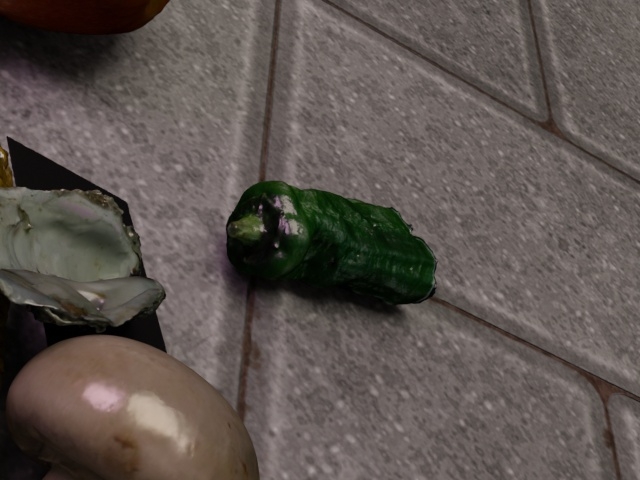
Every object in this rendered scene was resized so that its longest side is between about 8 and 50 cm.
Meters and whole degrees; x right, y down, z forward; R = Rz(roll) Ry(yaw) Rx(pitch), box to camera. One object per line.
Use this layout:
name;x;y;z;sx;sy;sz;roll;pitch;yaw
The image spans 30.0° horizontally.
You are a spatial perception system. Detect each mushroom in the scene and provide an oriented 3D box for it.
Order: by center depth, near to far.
mushroom;-0.147;0.169;0.871;0.206;0.206;0.209;39;37;-4

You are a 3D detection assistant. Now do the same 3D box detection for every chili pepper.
chili pepper;0.000;0.000;1.263;0.270;0.099;0.136;6;58;-45

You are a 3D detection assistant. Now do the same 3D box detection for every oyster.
oyster;-0.203;0.010;0.931;0.199;0.087;0.252;44;8;-12

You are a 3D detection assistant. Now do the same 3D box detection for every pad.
pad;-0.204;0.029;1.071;0.170;0.006;0.245;33;31;-52

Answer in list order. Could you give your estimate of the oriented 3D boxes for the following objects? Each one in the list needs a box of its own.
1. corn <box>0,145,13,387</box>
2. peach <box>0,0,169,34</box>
corn;-0.298;0.025;0.952;0.115;0.115;0.317;18;43;-30
peach;-0.289;-0.374;1.215;0.373;0.290;0.372;23;37;-18
